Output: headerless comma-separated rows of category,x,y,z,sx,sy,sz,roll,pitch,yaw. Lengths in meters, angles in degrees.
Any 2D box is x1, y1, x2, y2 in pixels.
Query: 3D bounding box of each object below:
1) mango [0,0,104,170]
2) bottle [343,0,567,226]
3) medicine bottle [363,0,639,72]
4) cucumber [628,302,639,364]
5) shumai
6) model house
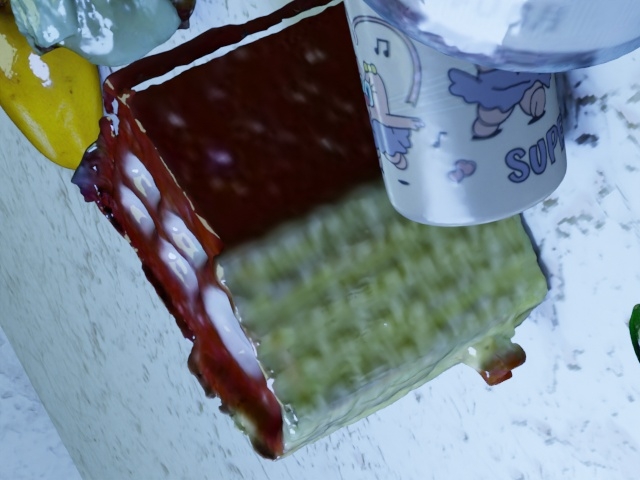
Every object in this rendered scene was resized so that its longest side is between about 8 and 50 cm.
mango,-0.284,-0.165,1.293,0.145,0.112,0.219,31,145,49
bottle,0.066,-0.118,0.620,0.110,0.097,0.209,-1,120,23
medicine bottle,0.092,-0.191,0.390,0.165,0.165,0.273,54,156,20
cucumber,0.204,0.112,0.649,0.036,0.033,0.184,-19,100,46
shumai,-0.206,-0.230,0.961,0.256,0.189,0.218,14,125,68
model house,0.000,0.000,0.757,0.254,0.196,0.160,55,154,18
